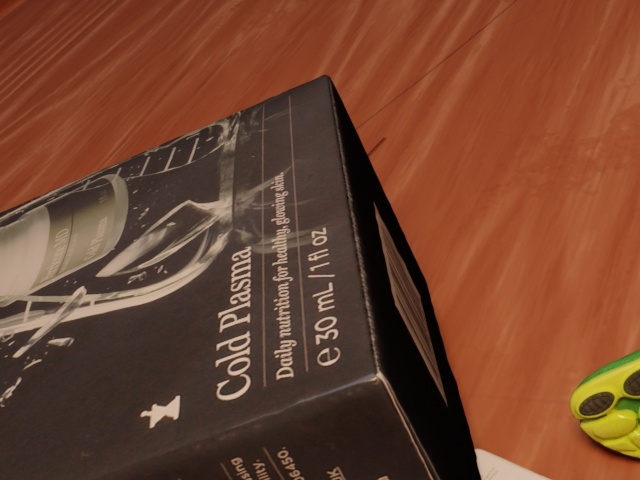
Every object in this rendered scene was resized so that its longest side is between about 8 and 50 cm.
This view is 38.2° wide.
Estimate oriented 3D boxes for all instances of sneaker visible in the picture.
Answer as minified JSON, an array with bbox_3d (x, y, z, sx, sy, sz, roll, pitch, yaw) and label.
[{"bbox_3d":[0.365,0.105,0.849,0.295,0.109,0.123,-25,13,-2],"label":"sneaker"}]

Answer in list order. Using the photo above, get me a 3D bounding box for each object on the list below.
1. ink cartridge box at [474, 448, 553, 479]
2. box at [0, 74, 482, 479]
[{"bbox_3d":[0.063,0.289,0.785,0.275,0.060,0.239,-42,32,-25],"label":"ink cartridge box"},{"bbox_3d":[-0.135,0.145,0.819,0.471,0.297,0.480,-23,30,9],"label":"box"}]
